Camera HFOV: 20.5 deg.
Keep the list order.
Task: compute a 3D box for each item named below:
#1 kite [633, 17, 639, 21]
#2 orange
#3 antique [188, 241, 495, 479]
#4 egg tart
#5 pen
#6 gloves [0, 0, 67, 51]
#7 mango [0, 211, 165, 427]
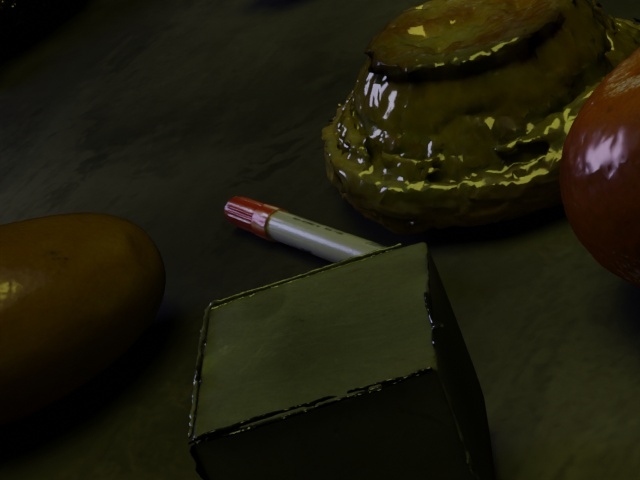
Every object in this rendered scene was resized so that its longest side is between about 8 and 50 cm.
[{"bbox_3d":[0.280,-0.153,1.341,0.125,0.008,0.222,15,11,-33],"label":"kite"},{"bbox_3d":[0.259,-0.053,1.104,0.224,0.170,0.224,-36,11,8],"label":"orange"},{"bbox_3d":[0.019,0.108,1.014,0.147,0.148,0.152,-16,28,10],"label":"antique"},{"bbox_3d":[0.129,-0.121,1.362,0.294,0.123,0.294,-14,29,8],"label":"egg tart"},{"bbox_3d":[0.000,0.000,1.345,0.028,0.028,0.239,-36,31,-24],"label":"pen"},{"bbox_3d":[-0.390,-0.284,2.013,0.210,0.135,0.312,-10,27,35],"label":"gloves"},{"bbox_3d":[-0.235,0.059,1.296,0.254,0.139,0.175,-18,34,-6],"label":"mango"}]
